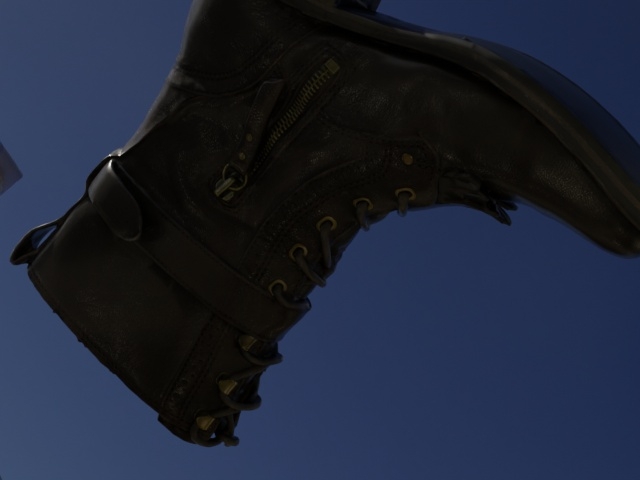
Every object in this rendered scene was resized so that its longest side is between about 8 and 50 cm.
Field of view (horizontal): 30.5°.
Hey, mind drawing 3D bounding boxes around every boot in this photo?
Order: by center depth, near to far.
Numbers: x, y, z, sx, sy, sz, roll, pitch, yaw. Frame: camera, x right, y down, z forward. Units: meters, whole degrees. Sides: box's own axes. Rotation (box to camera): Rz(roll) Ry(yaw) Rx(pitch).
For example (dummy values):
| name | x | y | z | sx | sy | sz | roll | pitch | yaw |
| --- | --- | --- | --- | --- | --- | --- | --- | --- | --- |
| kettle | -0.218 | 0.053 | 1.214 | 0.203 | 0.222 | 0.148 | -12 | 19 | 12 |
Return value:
| name | x | y | z | sx | sy | sz | roll | pitch | yaw |
| --- | --- | --- | --- | --- | --- | --- | --- | --- | --- |
| boot | 0.000 | 0.000 | 0.524 | 0.263 | 0.091 | 0.229 | 35 | -73 | 19 |

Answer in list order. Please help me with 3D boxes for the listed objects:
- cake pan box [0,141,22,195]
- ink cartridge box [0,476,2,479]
| name | x | y | z | sx | sy | sz | roll | pitch | yaw |
| --- | --- | --- | --- | --- | --- | --- | --- | --- | --- |
| cake pan box | -0.231 | -0.119 | 0.438 | 0.267 | 0.070 | 0.246 | 47 | -10 | 6 |
| ink cartridge box | -0.129 | 0.217 | 0.496 | 0.307 | 0.072 | 0.303 | -145 | -142 | -68 |
